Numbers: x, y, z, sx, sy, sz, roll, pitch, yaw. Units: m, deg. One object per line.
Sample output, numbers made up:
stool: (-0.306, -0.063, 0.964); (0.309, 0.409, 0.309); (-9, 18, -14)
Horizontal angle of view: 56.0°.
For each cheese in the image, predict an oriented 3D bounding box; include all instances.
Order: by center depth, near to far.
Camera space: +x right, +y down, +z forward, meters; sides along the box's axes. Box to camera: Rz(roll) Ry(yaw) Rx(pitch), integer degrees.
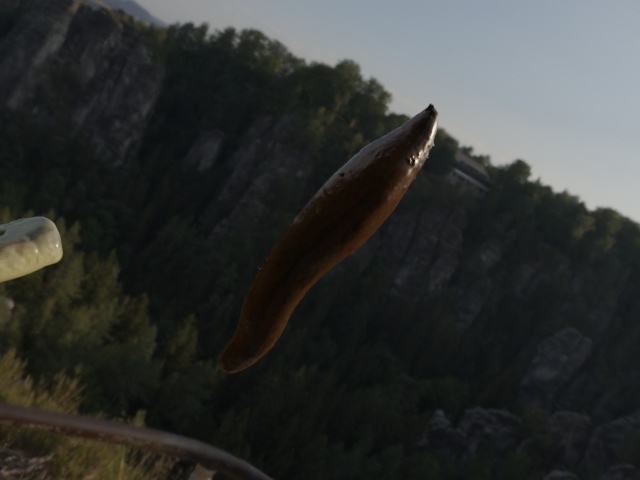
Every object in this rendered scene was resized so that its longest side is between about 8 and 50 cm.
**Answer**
cheese: (-0.300, 0.025, 0.473); (0.064, 0.044, 0.194); (8, 24, 35)

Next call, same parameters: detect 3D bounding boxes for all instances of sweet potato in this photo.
sweet potato: (0.000, -0.001, 0.470); (0.057, 0.265, 0.057); (40, 13, -11)
